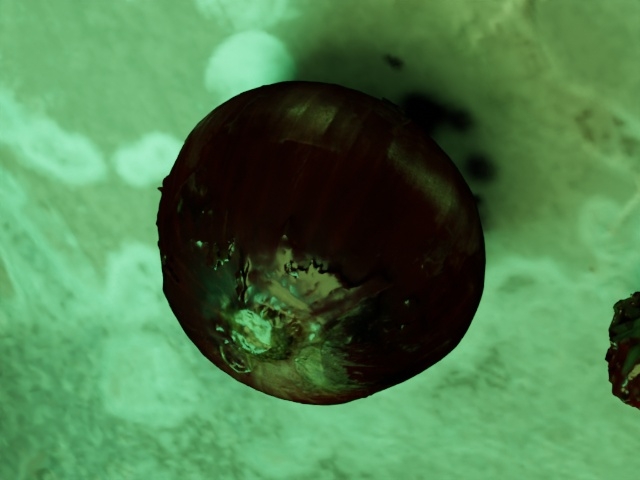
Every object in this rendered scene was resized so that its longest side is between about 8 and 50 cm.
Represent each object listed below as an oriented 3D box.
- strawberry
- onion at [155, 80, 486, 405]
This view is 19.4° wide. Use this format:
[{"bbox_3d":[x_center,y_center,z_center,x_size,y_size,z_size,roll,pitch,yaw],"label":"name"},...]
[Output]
[{"bbox_3d":[0.151,0.048,0.699,0.083,0.073,0.073,38,131,-22],"label":"strawberry"},{"bbox_3d":[0.000,0.000,0.699,0.131,0.131,0.131,12,127,16],"label":"onion"}]
